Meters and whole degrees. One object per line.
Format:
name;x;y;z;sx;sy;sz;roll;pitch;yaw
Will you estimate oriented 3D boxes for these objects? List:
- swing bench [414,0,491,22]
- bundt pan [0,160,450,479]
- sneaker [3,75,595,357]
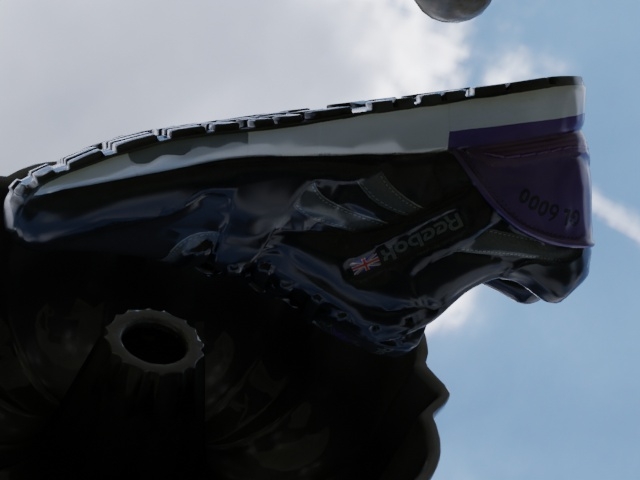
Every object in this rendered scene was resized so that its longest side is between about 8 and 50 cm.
swing bench;0.107;-0.145;0.491;0.253;0.165;0.254;21;-154;-39
bundt pan;-0.103;0.099;0.933;0.331;0.124;0.331;12;-144;-9
sneaker;0.000;0.000;0.787;0.283;0.107;0.124;-8;-85;-13
